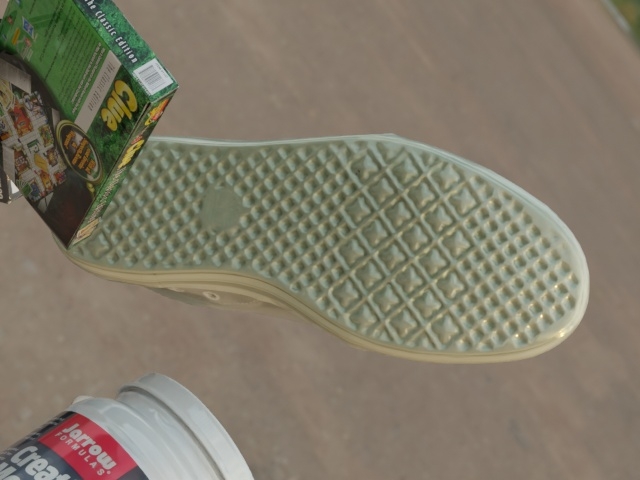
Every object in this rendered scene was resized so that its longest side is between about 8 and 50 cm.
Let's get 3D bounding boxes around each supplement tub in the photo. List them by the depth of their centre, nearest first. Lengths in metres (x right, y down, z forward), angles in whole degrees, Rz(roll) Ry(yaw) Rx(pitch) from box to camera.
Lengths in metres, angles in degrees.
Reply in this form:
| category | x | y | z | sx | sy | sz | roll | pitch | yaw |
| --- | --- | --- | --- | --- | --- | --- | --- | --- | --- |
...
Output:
| category | x | y | z | sx | sy | sz | roll | pitch | yaw |
| --- | --- | --- | --- | --- | --- | --- | --- | --- | --- |
| supplement tub | -0.200 | 0.245 | 1.371 | 0.191 | 0.272 | 0.191 | 38 | -33 | 30 |

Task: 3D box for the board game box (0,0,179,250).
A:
| category | x | y | z | sx | sy | sz | roll | pitch | yaw |
| --- | --- | --- | --- | --- | --- | --- | --- | --- | --- |
| board game box | -0.183 | -0.097 | 1.226 | 0.136 | 0.030 | 0.260 | 54 | -30 | 6 |

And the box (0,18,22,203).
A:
| category | x | y | z | sx | sy | sz | roll | pitch | yaw |
| --- | --- | --- | --- | --- | --- | --- | --- | --- | --- |
| box | -0.421 | -0.165 | 2.000 | 0.143 | 0.270 | 0.165 | -35 | 131 | -48 |

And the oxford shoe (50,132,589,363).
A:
| category | x | y | z | sx | sy | sz | roll | pitch | yaw |
| --- | --- | --- | --- | --- | --- | --- | --- | --- | --- |
| oxford shoe | 0.000 | 0.000 | 1.382 | 0.130 | 0.449 | 0.169 | 31 | 70 | -67 |

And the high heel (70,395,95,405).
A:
| category | x | y | z | sx | sy | sz | roll | pitch | yaw |
| --- | --- | --- | --- | --- | --- | --- | --- | --- | --- |
| high heel | -0.262 | 0.299 | 2.084 | 0.082 | 0.117 | 0.244 | -2 | 38 | -33 |
